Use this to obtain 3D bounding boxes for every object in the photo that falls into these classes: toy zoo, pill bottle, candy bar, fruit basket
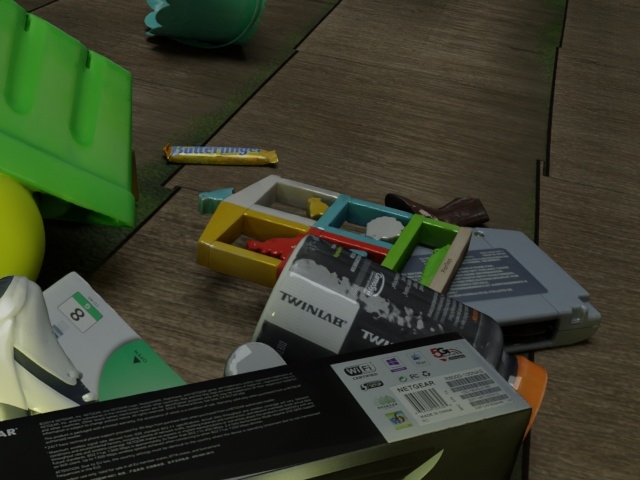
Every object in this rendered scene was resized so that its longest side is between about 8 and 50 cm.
[{"bbox_3d":[0.000,0.000,0.995,0.293,0.030,0.192,16,30,14],"label":"toy zoo"},{"bbox_3d":[0.071,0.100,0.816,0.246,0.130,0.130,25,31,4],"label":"pill bottle"},{"bbox_3d":[-0.139,-0.118,1.284,0.162,0.018,0.040,1,30,-14],"label":"candy bar"},{"bbox_3d":[-0.363,-0.051,0.874,0.283,0.392,0.392,7,24,34],"label":"fruit basket"}]

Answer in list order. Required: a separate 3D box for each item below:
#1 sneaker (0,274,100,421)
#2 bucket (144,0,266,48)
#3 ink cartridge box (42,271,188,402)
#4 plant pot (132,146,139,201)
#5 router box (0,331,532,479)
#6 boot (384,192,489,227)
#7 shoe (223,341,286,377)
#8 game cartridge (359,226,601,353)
[{"bbox_3d":[-0.139,0.131,0.620,0.153,0.094,0.235,-8,70,-17],"label":"sneaker"},{"bbox_3d":[-0.201,-0.484,1.667,0.183,0.281,0.281,8,28,-18],"label":"bucket"},{"bbox_3d":[-0.194,0.144,0.683,0.181,0.056,0.224,46,31,-3],"label":"ink cartridge box"},{"bbox_3d":[-0.276,-0.070,1.104,0.081,0.081,0.083,20,42,19],"label":"plant pot"},{"bbox_3d":[-0.049,0.194,0.527,0.309,0.242,0.081,-7,33,-27],"label":"router box"},{"bbox_3d":[0.154,-0.042,1.205,0.106,0.037,0.114,40,43,23],"label":"boot"},{"bbox_3d":[-0.027,0.172,0.758,0.063,0.081,0.178,-25,71,-27],"label":"shoe"},{"bbox_3d":[0.131,0.054,1.017,0.297,0.062,0.198,-5,28,-22],"label":"game cartridge"}]
